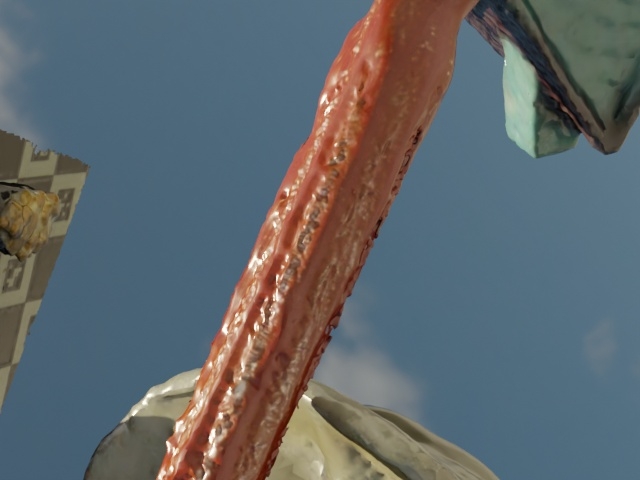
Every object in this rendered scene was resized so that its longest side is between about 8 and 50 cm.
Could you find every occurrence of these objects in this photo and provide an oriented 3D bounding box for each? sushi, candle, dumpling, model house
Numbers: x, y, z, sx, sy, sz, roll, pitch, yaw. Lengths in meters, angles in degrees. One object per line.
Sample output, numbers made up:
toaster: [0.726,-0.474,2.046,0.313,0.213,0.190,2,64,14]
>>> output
sushi: [-0.201,0.023,0.902,0.043,0.193,0.279,18,175,18]
candle: [0.000,0.000,0.638,0.051,0.329,0.048,20,-174,-39]
dumpling: [-0.017,0.171,0.738,0.226,0.243,0.175,30,-169,5]
model house: [0.093,-0.202,1.019,0.230,0.249,0.280,-11,-143,-18]
